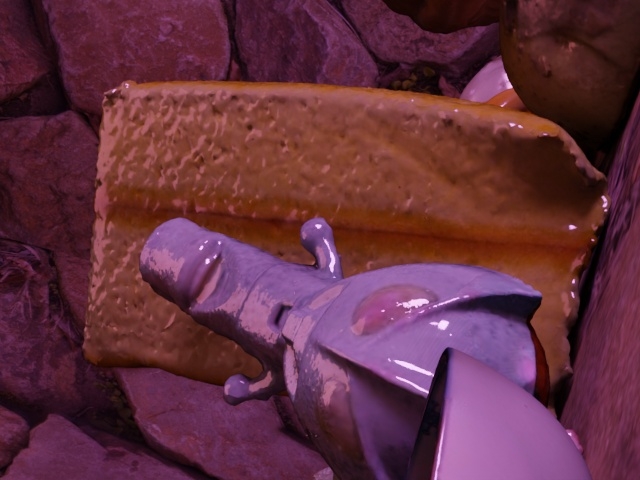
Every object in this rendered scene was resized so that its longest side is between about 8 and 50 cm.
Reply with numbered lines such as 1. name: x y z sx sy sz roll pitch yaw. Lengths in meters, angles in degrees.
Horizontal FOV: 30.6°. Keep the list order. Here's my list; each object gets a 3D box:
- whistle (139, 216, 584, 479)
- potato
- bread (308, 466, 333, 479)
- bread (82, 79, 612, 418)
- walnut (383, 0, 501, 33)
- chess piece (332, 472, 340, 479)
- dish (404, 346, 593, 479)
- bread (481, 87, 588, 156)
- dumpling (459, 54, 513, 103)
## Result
1. whistle: 0.013 0.063 0.704 0.133 0.346 0.142 -5 -70 -43
2. potato: 0.175 -0.195 0.774 0.160 0.111 0.272 -62 -13 -62
3. bread: 0.056 0.338 1.227 0.156 0.158 0.261 75 -167 -46
4. bread: 0.000 0.000 0.811 0.361 0.245 0.233 -172 85 -66
5. walnut: 0.161 -0.372 1.245 0.333 0.332 0.333 15 -90 -85
6. chess piece: 0.038 0.218 0.794 0.299 0.194 0.195 -49 -25 -59
7. dish: 0.063 0.161 0.450 0.236 0.086 0.228 -59 -18 -75
8. bread: 0.142 -0.031 0.994 0.311 0.121 0.173 96 -171 -80
9. dumpling: 0.196 -0.135 1.214 0.199 0.118 0.136 -35 37 63
